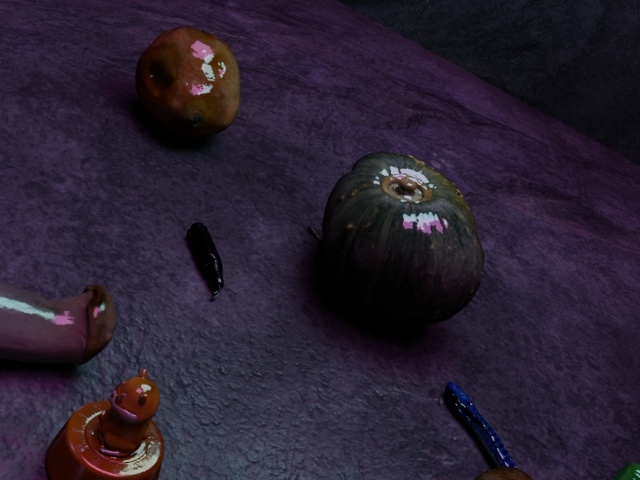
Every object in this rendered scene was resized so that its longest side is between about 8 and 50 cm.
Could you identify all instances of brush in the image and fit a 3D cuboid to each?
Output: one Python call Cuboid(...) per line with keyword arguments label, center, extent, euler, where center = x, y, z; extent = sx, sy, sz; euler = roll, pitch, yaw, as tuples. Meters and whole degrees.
Cuboid(label="brush", center=(0.000, 0.000, 1.648), extent=(0.024, 0.008, 0.083), euler=(-6, 44, -41))

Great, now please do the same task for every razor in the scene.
Cuboid(label="razor", center=(0.286, 0.332, 1.324), extent=(0.093, 0.056, 0.324), euler=(16, 19, -41))

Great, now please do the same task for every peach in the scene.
Cuboid(label="peach", center=(-0.253, -0.306, 1.711), extent=(0.214, 0.214, 0.235), euler=(9, 41, -31))

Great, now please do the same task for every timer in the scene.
Cuboid(label="timer", center=(-0.223, 0.210, 0.973), extent=(0.132, 0.152, 0.132), euler=(22, 30, -13))

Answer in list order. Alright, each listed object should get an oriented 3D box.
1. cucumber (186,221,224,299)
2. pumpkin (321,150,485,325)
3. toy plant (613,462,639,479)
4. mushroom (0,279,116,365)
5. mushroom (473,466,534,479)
Cuboid(label="cucumber", center=(-0.181, 0.031, 1.411), extent=(0.043, 0.039, 0.163), euler=(-12, 43, -21))
Cuboid(label="pumpkin", center=(0.145, -0.005, 1.530), extent=(0.292, 0.257, 0.327), euler=(15, 37, 0))
Cuboid(label="toy plant", center=(0.562, 0.439, 1.344), extent=(0.240, 0.088, 0.154), euler=(40, -10, -10))
Cuboid(label="mushroom", center=(-0.414, 0.102, 1.042), extent=(0.329, 0.122, 0.159), euler=(9, 71, -30))
Cuboid(label="mushroom", center=(0.308, 0.428, 1.020), extent=(0.345, 0.239, 0.345), euler=(15, 8, -2))
